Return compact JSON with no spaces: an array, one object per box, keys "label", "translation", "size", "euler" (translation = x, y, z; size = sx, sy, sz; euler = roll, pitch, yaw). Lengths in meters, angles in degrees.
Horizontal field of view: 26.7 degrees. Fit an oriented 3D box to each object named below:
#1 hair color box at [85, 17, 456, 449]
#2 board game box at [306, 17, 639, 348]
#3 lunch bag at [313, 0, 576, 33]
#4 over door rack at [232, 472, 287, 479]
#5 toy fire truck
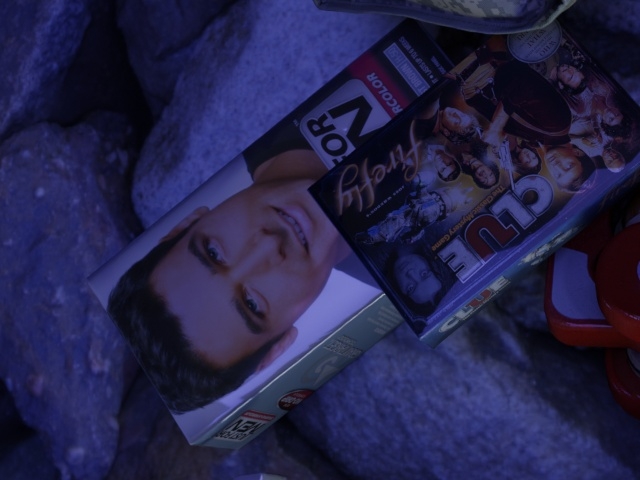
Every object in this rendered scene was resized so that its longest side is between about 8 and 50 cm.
[{"label":"hair color box","translation":[0.000,0.000,1.194],"size":[0.374,0.113,0.185],"euler":[-39,71,8]},{"label":"board game box","translation":[0.132,-0.054,1.072],"size":[0.243,0.042,0.165],"euler":[-40,65,6]},{"label":"lunch bag","translation":[0.145,-0.289,1.088],"size":[0.287,0.169,0.235],"euler":[17,50,40]},{"label":"over door rack","translation":[-0.140,0.331,1.164],"size":[0.324,0.108,0.239],"euler":[-12,75,37]},{"label":"toy fire truck","translation":[0.337,0.002,1.078],"size":[0.302,0.169,0.254],"euler":[1,56,17]}]
